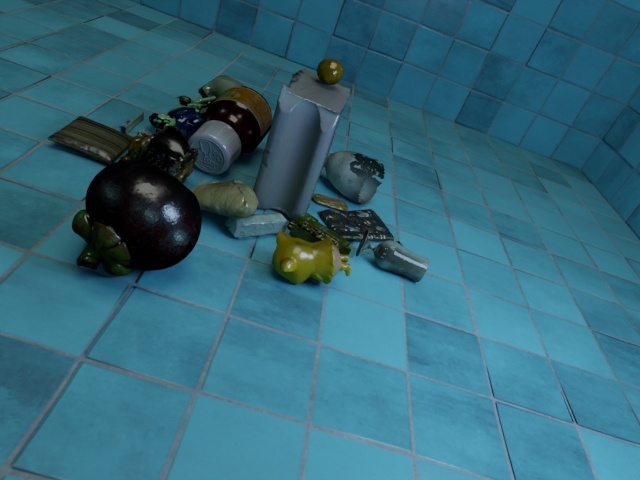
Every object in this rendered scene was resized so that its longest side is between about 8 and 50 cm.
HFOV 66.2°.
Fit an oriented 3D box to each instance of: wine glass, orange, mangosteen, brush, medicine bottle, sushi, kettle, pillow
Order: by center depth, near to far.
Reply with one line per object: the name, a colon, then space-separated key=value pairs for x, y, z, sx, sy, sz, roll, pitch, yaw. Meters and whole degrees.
mangosteen: x=-0.451 y=-0.045 z=1.234 sx=0.300 sy=0.300 sz=0.300 roll=16 pitch=33 yaw=-11
sushi: x=-0.524 y=-0.272 z=1.595 sx=0.204 sy=0.213 sz=0.200 roll=38 pitch=10 yaw=-1
wine glass: x=0.242 y=0.055 z=1.644 sx=0.231 sy=0.103 sz=0.103 roll=25 pitch=32 yaw=-3
orange: x=0.030 y=-0.570 z=1.656 sx=0.085 sy=0.085 sz=0.095 roll=-10 pitch=36 yaw=-40
pillow: x=-0.766 y=-0.345 z=1.665 sx=0.208 sy=0.052 sz=0.212 roll=21 pitch=34 yaw=-7
pillow: x=0.136 y=-0.058 z=1.812 sx=0.256 sy=0.034 sz=0.189 roll=-2 pitch=38 yaw=-31
medicine bottle: x=-0.338 y=-0.412 z=1.856 sx=0.243 sy=0.242 sz=0.395 roll=20 pitch=39 yaw=-3
brush: x=-0.717 y=-0.450 z=1.869 sx=0.030 sy=0.033 sz=0.178 roll=6 pitch=33 yaw=1
wine glass: x=0.088 y=-0.294 z=1.990 sx=0.357 sy=0.190 sz=0.190 roll=33 pitch=33 yaw=24
kettle: x=-0.406 y=-0.630 z=2.193 sx=0.240 sy=0.165 sz=0.255 roll=-15 pitch=48 yaw=-42

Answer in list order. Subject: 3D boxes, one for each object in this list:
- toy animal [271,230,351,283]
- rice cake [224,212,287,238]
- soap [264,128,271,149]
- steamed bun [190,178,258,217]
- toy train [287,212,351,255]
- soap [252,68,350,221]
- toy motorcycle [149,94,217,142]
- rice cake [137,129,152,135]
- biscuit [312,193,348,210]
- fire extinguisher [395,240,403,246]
toy animal: x=-0.023 y=0.056 z=1.441 sx=0.230 sy=0.156 sz=0.156 roll=7 pitch=35 yaw=-19
rice cake: x=-0.198 y=-0.049 z=1.564 sx=0.207 sy=0.063 sz=0.069 roll=-5 pitch=34 yaw=-35
soap: x=-0.129 y=-0.474 z=2.125 sx=0.095 sy=0.172 sz=0.289 roll=26 pitch=33 yaw=6
steamed bun: x=-0.289 y=-0.143 z=1.562 sx=0.231 sy=0.110 sz=0.212 roll=10 pitch=13 yaw=18
toy train: x=0.000 y=0.000 z=1.593 sx=0.225 sy=0.090 sz=0.137 roll=34 pitch=23 yaw=10
soap: x=-0.072 y=-0.334 z=1.723 sx=0.213 sy=0.435 sz=0.350 roll=19 pitch=30 yaw=-5
toy motorcycle: x=-0.517 y=-0.485 z=1.968 sx=0.196 sy=0.125 sz=0.331 roll=33 pitch=37 yaw=13
rice cake: x=-0.589 y=-0.336 z=1.776 sx=0.211 sy=0.034 sz=0.043 roll=39 pitch=39 yaw=24
biscuit: x=0.039 y=-0.147 z=1.893 sx=0.147 sy=0.018 sz=0.071 roll=17 pitch=32 yaw=-10
fire extinguisher: x=0.293 y=0.037 z=1.773 sx=0.038 sy=0.025 sz=0.083 roll=-29 pitch=49 yaw=-6
